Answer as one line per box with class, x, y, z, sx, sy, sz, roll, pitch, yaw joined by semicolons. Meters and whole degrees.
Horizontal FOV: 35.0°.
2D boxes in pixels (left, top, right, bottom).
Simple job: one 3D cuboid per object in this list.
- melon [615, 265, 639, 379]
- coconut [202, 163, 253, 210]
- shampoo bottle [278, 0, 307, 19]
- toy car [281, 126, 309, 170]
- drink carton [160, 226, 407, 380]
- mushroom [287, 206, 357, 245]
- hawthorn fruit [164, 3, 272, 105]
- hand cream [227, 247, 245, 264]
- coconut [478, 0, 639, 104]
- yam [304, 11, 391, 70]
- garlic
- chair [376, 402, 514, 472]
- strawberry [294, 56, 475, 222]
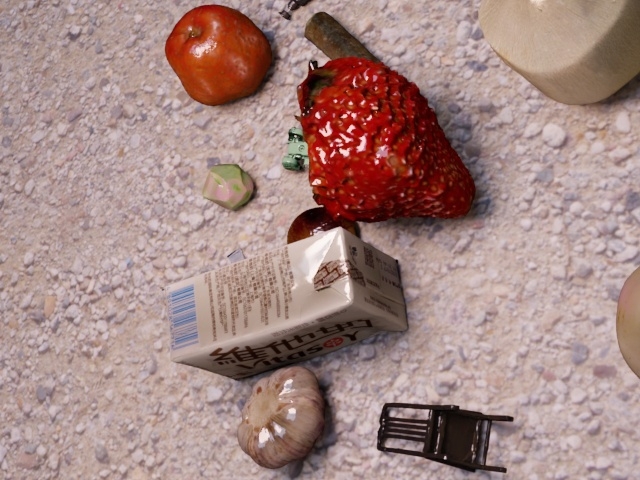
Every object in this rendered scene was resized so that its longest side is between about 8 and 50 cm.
melon;0.506;0.107;1.178;0.317;0.223;0.223;4;76;29
coconut;-0.156;-0.095;1.734;0.081;0.082;0.083;-60;8;28
shampoo bottle;-0.024;-0.452;1.802;0.137;0.027;0.048;-53;43;5
toy car;0.004;-0.148;1.668;0.143;0.054;0.073;1;77;33
drink carton;-0.056;0.106;1.534;0.325;0.194;0.132;-20;66;24
mushroom;0.000;0.000;1.623;0.123;0.052;0.123;-8;74;29
hawthorn fruit;-0.181;-0.323;1.766;0.189;0.189;0.189;-10;69;28
hand cream;-0.131;0.055;1.707;0.030;0.019;0.093;-37;52;18
coconut;0.348;-0.327;1.404;0.245;0.247;0.244;-11;68;29
yam;0.067;-0.291;1.678;0.061;0.061;0.274;-49;58;8
garlic;-0.055;0.271;1.537;0.147;0.102;0.159;1;62;45
chair;0.169;0.273;1.424;0.212;0.102;0.084;160;124;-66
strawberry;0.089;-0.145;1.492;0.258;0.261;0.261;-7;69;7
